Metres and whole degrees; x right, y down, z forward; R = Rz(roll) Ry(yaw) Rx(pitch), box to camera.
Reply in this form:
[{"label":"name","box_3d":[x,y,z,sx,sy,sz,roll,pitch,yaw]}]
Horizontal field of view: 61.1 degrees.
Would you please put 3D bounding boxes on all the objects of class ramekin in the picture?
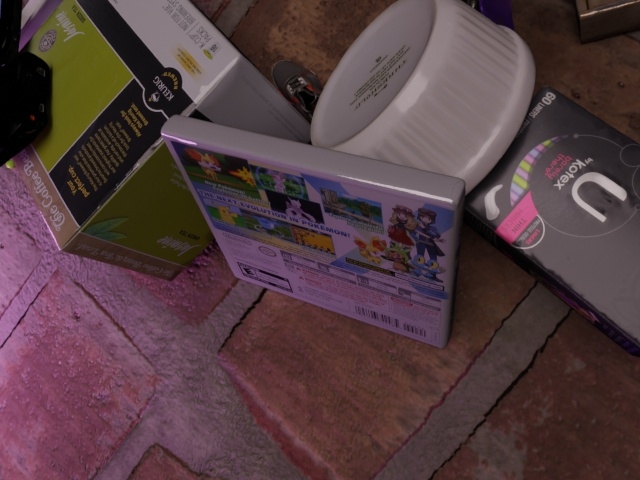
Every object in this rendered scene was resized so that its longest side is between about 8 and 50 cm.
[{"label":"ramekin","box_3d":[0.101,-0.164,0.642,0.273,0.127,0.273,-41,32,32]}]

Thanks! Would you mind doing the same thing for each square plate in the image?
[{"label":"square plate","box_3d":[-0.420,-0.436,0.903,0.344,0.049,0.347,-41,40,19]}]

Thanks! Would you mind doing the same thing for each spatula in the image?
[{"label":"spatula","box_3d":[0.219,-0.228,0.727,0.030,0.084,0.297,9,91,50]}]

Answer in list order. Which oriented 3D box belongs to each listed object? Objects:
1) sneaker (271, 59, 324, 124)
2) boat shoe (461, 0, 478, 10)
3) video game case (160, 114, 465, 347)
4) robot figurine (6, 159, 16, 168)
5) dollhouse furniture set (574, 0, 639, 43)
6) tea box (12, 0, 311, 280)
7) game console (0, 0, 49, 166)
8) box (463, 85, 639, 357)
[{"label":"sneaker","box_3d":[-0.022,-0.221,0.803,0.061,0.065,0.158,-44,70,8]},{"label":"boat shoe","box_3d":[0.190,-0.404,0.765,0.079,0.084,0.233,12,76,-15]},{"label":"video game case","box_3d":[0.000,0.000,0.646,0.329,0.300,0.036,17,59,21]},{"label":"robot figurine","box_3d":[-0.542,-0.181,0.979,0.115,0.067,0.101,18,107,21]},{"label":"dollhouse furniture set","box_3d":[0.315,-0.421,0.531,0.362,0.394,0.257,-10,77,26]},{"label":"tea box","box_3d":[-0.249,-0.179,0.779,0.323,0.220,0.329,-43,63,7]},{"label":"game console","box_3d":[-0.466,-0.248,0.754,0.213,0.044,0.361,-19,66,21]},{"label":"box","box_3d":[0.306,-0.016,0.611,0.270,0.143,0.165,42,97,20]}]
